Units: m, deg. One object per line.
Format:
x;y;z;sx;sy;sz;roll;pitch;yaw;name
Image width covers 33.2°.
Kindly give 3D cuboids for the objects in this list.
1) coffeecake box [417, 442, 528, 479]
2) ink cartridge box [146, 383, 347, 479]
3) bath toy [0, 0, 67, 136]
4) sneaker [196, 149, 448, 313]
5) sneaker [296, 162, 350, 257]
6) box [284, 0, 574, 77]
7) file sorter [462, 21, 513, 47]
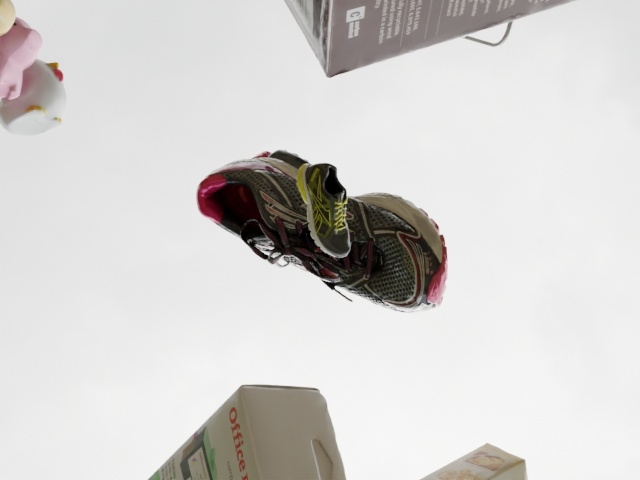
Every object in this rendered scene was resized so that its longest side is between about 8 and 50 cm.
0.149;0.333;1.196;0.186;0.142;0.068;-20;-161;-30;coffeecake box
-0.093;0.322;1.263;0.117;0.278;0.201;10;-131;-34;ink cartridge box
-0.453;-0.266;1.468;0.152;0.348;0.129;-17;-113;10;bath toy
0.000;0.000;1.105;0.299;0.120;0.112;24;-154;34;sneaker
0.008;-0.025;0.877;0.035;0.083;0.031;-13;-166;46;sneaker
0.140;-0.304;0.963;0.382;0.143;0.191;-19;-119;-13;box
0.144;-0.406;1.591;0.193;0.278;0.173;37;-64;59;file sorter
